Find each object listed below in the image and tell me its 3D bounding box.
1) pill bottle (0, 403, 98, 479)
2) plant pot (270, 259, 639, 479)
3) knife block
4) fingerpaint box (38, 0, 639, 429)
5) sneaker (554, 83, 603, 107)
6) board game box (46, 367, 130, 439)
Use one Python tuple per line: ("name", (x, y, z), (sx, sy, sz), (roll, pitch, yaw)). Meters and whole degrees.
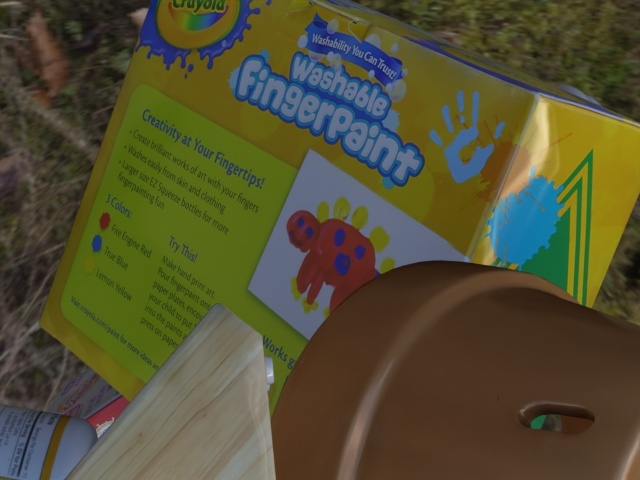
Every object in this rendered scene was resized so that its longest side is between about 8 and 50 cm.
("pill bottle", (-0.221, 0.164, 0.997), (0.215, 0.117, 0.117), (11, 98, -1))
("plant pot", (0.135, 0.157, 0.862), (0.291, 0.203, 0.290), (0, 90, -44))
("knife block", (-0.133, 0.179, 0.709), (0.242, 0.088, 0.275), (-5, 81, -5))
("fingerpaint box", (0.000, 0.000, 1.223), (0.163, 0.445, 0.371), (11, 104, -43))
("sneaker", (0.188, -0.063, 1.310), (0.092, 0.228, 0.087), (27, 133, -12))
("board game box", (-0.181, 0.151, 1.704), (0.317, 0.242, 0.064), (-34, 101, 15))
